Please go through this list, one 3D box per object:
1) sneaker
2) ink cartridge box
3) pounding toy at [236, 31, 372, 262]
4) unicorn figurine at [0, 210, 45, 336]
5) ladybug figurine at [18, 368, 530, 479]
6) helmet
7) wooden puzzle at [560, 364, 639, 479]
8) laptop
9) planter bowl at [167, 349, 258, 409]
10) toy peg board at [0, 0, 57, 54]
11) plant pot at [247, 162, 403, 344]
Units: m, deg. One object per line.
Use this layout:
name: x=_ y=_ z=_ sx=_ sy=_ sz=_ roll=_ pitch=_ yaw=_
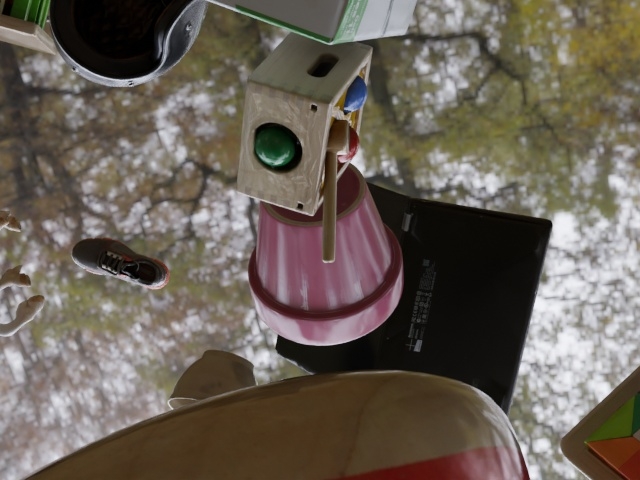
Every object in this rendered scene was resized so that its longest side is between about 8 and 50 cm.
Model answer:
sneaker: x=-0.313 y=0.032 z=1.738 sx=0.158 sy=0.061 sz=0.065 roll=15 pitch=179 yaw=-2
ink cartridge box: x=-0.012 y=-0.222 z=0.890 sx=0.153 sy=0.086 sz=0.208 roll=22 pitch=-162 yaw=14
pounding toy: x=-0.006 y=-0.081 z=0.924 sx=0.100 sy=0.130 sz=0.141 roll=17 pitch=-142 yaw=12
unicorn figurine: x=-0.260 y=0.040 z=0.796 sx=0.111 sy=0.060 sz=0.162 roll=-24 pitch=-131 yaw=-3
ladybug figurine: x=-0.022 y=0.201 z=0.572 sx=0.305 sy=0.449 sz=0.162 roll=-42 pitch=-117 yaw=17
helmet: x=-0.202 y=-0.244 z=1.169 sx=0.161 sy=0.169 sz=0.169 roll=-46 pitch=-175 yaw=37
wooden puzzle: x=0.477 y=0.274 z=1.549 sx=0.221 sy=0.044 sz=0.239 roll=-42 pitch=-145 yaw=-5
laptop: x=0.158 y=0.093 z=2.040 sx=0.408 sy=0.381 sz=0.236 roll=9 pitch=-167 yaw=-10
planter bowl: x=-0.175 y=0.259 z=1.967 sx=0.162 sy=0.162 sz=0.109 roll=3 pitch=-118 yaw=29
toy peg board: x=-0.402 y=-0.294 z=1.353 sx=0.161 sy=0.079 sz=0.161 roll=15 pitch=180 yaw=-5
plant pot: x=0.000 y=0.000 z=1.401 sx=0.201 sy=0.180 sz=0.201 roll=-5 pitch=-134 yaw=5
